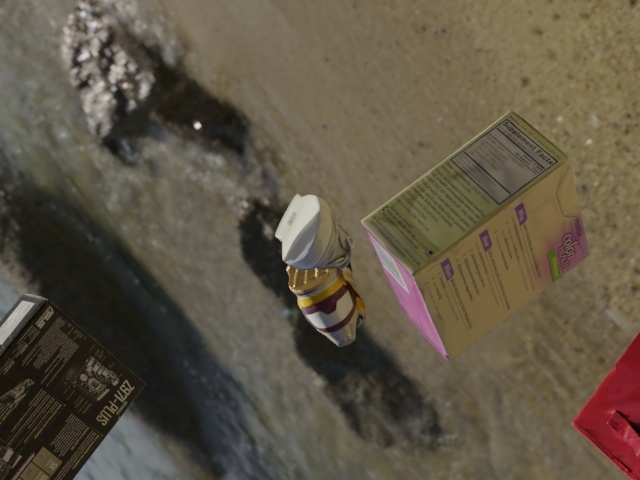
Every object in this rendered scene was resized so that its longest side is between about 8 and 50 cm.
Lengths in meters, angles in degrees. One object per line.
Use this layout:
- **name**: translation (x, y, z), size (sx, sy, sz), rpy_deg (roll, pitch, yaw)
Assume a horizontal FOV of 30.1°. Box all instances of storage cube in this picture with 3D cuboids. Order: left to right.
- **storage cube**: translation (0.428, 0.190, 1.285), size (0.215, 0.193, 0.183), rpy_deg (20, -162, -46)

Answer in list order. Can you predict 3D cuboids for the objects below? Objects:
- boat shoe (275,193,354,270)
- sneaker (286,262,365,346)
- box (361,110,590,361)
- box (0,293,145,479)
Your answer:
- **boat shoe**: translation (0.000, 0.000, 1.092), size (0.063, 0.066, 0.184), rpy_deg (26, 178, -10)
- **sneaker**: translation (0.009, 0.057, 1.263), size (0.084, 0.069, 0.185), rpy_deg (63, -170, -10)
- **box**: translation (0.203, -0.003, 1.518), size (0.117, 0.243, 0.213), rpy_deg (49, 172, 39)
- **box**: translation (-0.297, 0.170, 1.224), size (0.147, 0.180, 0.077), rpy_deg (45, 160, -25)
